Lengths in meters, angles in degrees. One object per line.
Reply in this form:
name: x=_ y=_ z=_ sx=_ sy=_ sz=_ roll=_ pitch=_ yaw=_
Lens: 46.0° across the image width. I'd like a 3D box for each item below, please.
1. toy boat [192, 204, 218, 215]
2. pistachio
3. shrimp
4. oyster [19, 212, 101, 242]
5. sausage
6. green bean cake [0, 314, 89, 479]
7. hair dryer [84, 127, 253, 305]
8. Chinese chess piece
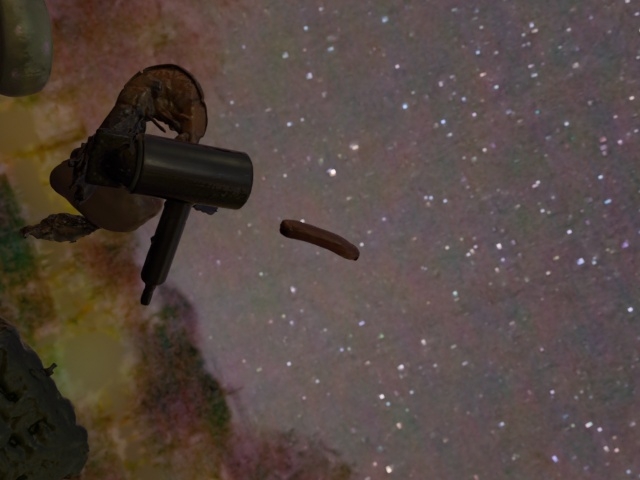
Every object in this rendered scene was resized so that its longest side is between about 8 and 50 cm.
toy boat: x=-0.355 y=-0.170 z=1.856 sx=0.318 sy=0.072 sz=0.219 roll=35 pitch=20 yaw=-47
pistachio: x=-0.390 y=-0.095 z=1.388 sx=0.215 sy=0.144 sz=0.144 roll=24 pitch=-29 yaw=7
shrimp: x=-0.284 y=-0.162 z=1.229 sx=0.178 sy=0.289 sz=0.075 roll=21 pitch=-26 yaw=18
oyster: x=-0.485 y=-0.026 z=1.417 sx=0.103 sy=0.148 sz=0.051 roll=161 pitch=-70 yaw=-64
sausage: x=0.000 y=-0.001 z=1.510 sx=0.047 sy=0.177 sz=0.040 roll=-61 pitch=-160 yaw=27
green bean cake: x=-0.565 y=0.307 z=1.204 sx=0.218 sy=0.335 sz=0.319 roll=18 pitch=-42 yaw=56
hair dryer: x=-0.216 y=-0.016 z=0.959 sx=0.078 sy=0.195 sz=0.248 roll=55 pitch=-50 yaw=49
Chinese chess piece: x=-0.648 y=-0.427 z=1.578 sx=0.250 sy=0.101 sz=0.250 roll=16 pitch=-69 yaw=50
